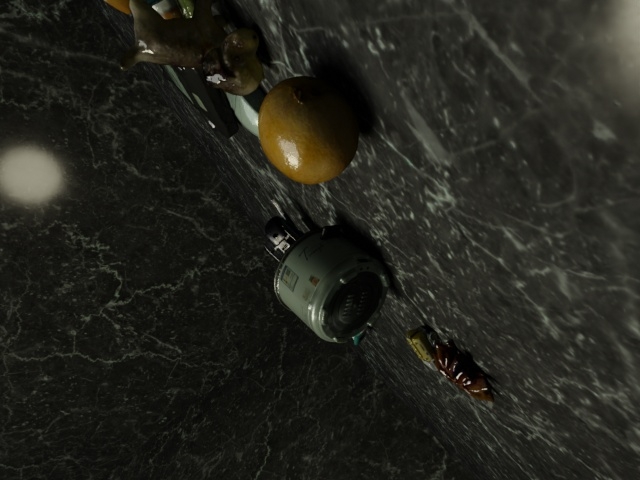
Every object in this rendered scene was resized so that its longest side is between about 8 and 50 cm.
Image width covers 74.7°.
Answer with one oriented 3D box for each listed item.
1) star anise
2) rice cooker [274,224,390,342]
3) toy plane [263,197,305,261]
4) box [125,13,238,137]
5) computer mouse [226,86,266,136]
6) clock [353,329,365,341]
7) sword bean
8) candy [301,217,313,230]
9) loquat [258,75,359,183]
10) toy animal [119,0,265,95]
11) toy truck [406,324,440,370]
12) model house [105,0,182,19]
[{"bbox_3d":[0.314,0.297,0.931,0.168,0.057,0.168,50,169,13],"label":"star anise"},{"bbox_3d":[0.023,0.102,1.023,0.227,0.241,0.281,34,124,46],"label":"rice cooker"},{"bbox_3d":[-0.047,0.035,1.333,0.381,0.106,0.155,42,-155,-7],"label":"toy plane"},{"bbox_3d":[-0.369,-0.474,1.129,0.350,0.091,0.359,48,171,17],"label":"box"},{"bbox_3d":[-0.163,-0.300,0.904,0.229,0.068,0.113,52,168,-2],"label":"computer mouse"},{"bbox_3d":[0.103,0.297,1.707,0.231,0.116,0.262,43,168,18],"label":"clock"},{"bbox_3d":[-0.243,-0.418,0.929,0.043,0.038,0.269,55,174,34],"label":"sword bean"},{"bbox_3d":[-0.003,0.001,1.277,0.073,0.077,0.262,40,-172,-43],"label":"candy"},{"bbox_3d":[-0.017,-0.154,0.592,0.163,0.137,0.163,32,157,16],"label":"loquat"},{"bbox_3d":[-0.207,-0.340,0.711,0.121,0.233,0.169,135,137,-69],"label":"toy animal"},{"bbox_3d":[0.260,0.261,1.020,0.123,0.063,0.052,56,168,-21],"label":"toy truck"},{"bbox_3d":[-0.393,-0.520,0.805,0.271,0.190,0.301,37,163,48],"label":"model house"}]
